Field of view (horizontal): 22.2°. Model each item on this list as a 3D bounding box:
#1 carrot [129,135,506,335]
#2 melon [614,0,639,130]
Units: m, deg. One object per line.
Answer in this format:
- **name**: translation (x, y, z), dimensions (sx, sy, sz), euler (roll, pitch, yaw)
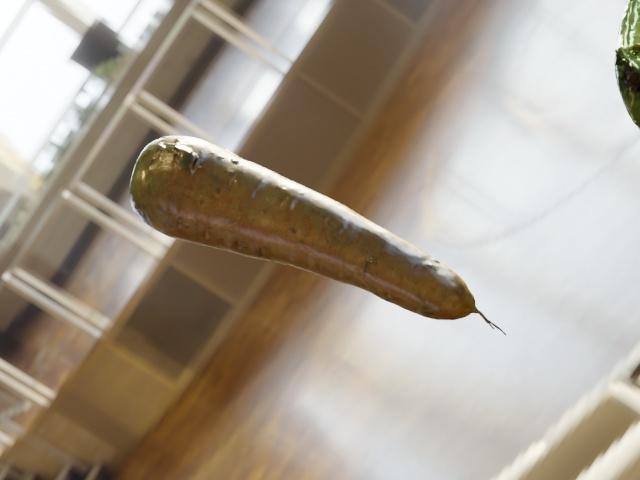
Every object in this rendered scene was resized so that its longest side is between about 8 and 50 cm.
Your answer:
- **carrot**: translation (0.000, 0.000, 1.168), dimensions (0.078, 0.298, 0.078), euler (-58, -18, -31)
- **melon**: translation (0.305, -0.110, 0.967), dimensions (0.129, 0.265, 0.169), euler (82, -169, -47)
